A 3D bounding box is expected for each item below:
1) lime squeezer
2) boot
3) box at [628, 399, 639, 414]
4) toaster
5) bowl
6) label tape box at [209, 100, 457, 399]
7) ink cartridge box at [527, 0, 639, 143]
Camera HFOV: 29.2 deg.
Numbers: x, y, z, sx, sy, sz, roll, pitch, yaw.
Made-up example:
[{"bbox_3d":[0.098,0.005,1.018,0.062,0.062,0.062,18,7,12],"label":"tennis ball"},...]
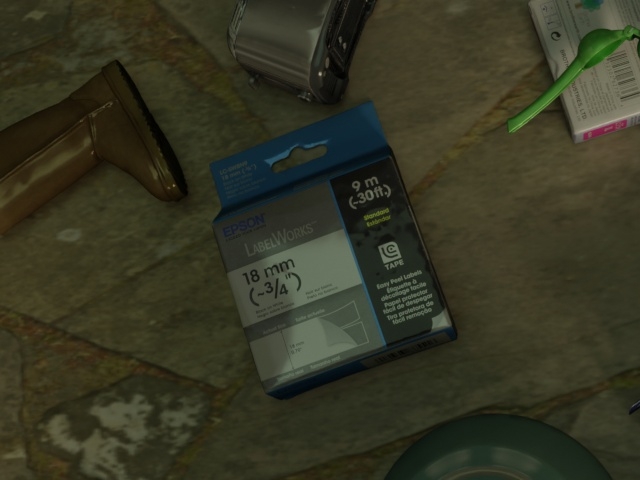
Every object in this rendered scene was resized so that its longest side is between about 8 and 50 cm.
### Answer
[{"bbox_3d":[0.369,-0.201,1.440,0.311,0.059,0.109,-6,70,17],"label":"lime squeezer"},{"bbox_3d":[-0.332,-0.084,1.626,0.270,0.089,0.236,-32,63,4],"label":"boot"},{"bbox_3d":[0.447,0.138,1.375,0.225,0.136,0.036,-35,73,4],"label":"box"},{"bbox_3d":[-0.022,-0.293,1.577,0.147,0.129,0.226,17,83,18],"label":"toaster"},{"bbox_3d":[0.194,0.343,1.374,0.312,0.163,0.311,-2,77,11],"label":"bowl"},{"bbox_3d":[0.000,0.000,1.520,0.241,0.106,0.333,-21,75,7],"label":"label tape box"},{"bbox_3d":[0.431,-0.254,1.502,0.311,0.065,0.185,-18,76,11],"label":"ink cartridge box"}]
